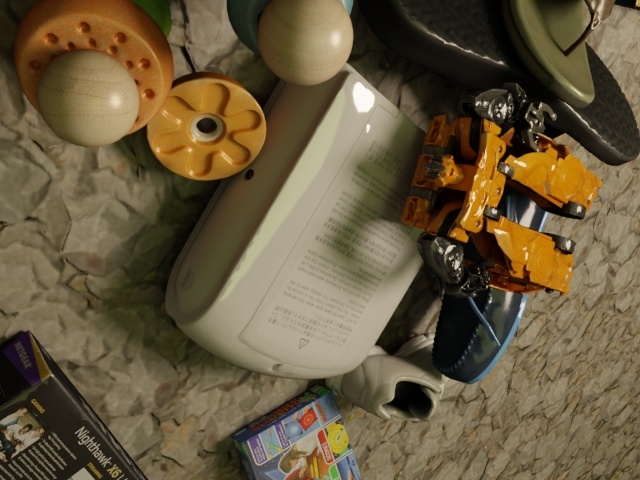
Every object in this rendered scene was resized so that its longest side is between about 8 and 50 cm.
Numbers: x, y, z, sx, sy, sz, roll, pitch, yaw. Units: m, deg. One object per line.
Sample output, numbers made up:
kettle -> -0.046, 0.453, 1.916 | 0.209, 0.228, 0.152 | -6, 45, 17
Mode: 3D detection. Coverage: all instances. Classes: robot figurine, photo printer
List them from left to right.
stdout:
photo printer -> 0.000, 0.000, 0.673 | 0.256, 0.107, 0.307 | 27, 95, -44
robot figurine -> 0.191, -0.036, 0.668 | 0.291, 0.085, 0.211 | 17, 89, -42

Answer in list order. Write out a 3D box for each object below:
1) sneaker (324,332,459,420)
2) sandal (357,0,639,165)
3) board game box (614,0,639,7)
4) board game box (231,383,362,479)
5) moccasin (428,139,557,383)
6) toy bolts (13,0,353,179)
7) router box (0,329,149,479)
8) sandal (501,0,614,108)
sneaker -> 0.134, 0.198, 0.874 | 0.262, 0.121, 0.099 | 1, 112, -39
sandal -> 0.206, -0.196, 0.731 | 0.446, 0.107, 0.167 | 18, 60, -31
board game box -> 0.495, -0.441, 0.883 | 0.165, 0.042, 0.243 | -6, 116, -36
board game box -> -0.017, 0.305, 0.822 | 0.136, 0.035, 0.201 | -24, 105, -28
moccasin -> 0.202, 0.010, 0.843 | 0.117, 0.138, 0.342 | 22, 80, -27
toy bolts -> -0.071, -0.114, 0.463 | 0.228, 0.158, 0.218 | -27, 133, 10
router box -> -0.293, 0.271, 0.598 | 0.243, 0.081, 0.309 | -34, 129, -20
sandal -> 0.261, -0.284, 0.668 | 0.120, 0.086, 0.303 | 17, 73, -31
